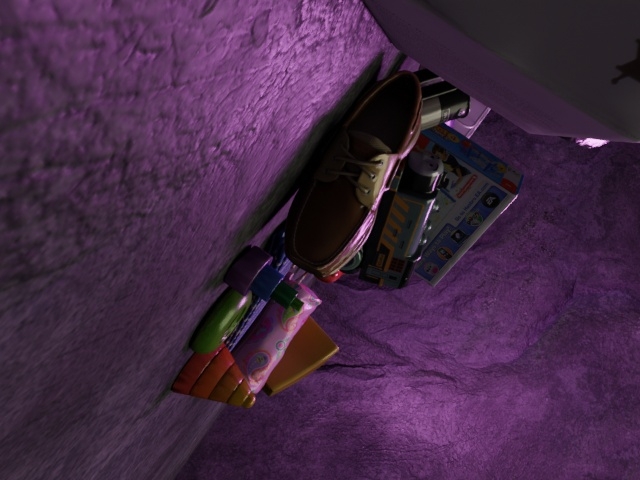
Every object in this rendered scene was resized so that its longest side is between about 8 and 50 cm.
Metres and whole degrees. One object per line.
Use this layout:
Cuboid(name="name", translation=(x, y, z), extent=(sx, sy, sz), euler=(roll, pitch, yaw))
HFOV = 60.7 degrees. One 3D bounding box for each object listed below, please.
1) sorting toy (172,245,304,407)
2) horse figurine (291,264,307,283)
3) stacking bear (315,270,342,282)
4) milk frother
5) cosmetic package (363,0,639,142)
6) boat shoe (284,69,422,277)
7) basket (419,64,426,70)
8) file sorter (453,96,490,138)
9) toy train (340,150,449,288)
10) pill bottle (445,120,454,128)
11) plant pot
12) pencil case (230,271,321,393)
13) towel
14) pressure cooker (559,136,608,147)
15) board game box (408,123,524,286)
Cuboid(name="sorting toy", translation=(-0.115, 0.159, 0.830), extent=(0.127, 0.126, 0.365), euler=(-50, 174, -47))
Cuboid(name="horse figurine", translation=(0.000, 0.000, 1.262), extent=(0.174, 0.066, 0.263), euler=(-51, 180, 20))
Cuboid(name="stacking bear", translation=(0.061, 0.039, 1.671), extent=(0.164, 0.175, 0.289), euler=(-56, 168, 31))
Cuboid(name="milk frother", translation=(0.171, -0.271, 0.964), extent=(0.135, 0.143, 0.129), euler=(-19, 136, -9))
Cuboid(name="cosmetic package", translation=(0.179, -0.222, 0.505), extent=(0.161, 0.230, 0.453), euler=(-57, 176, 17))
Cuboid(name="boat shoe", translation=(0.048, -0.107, 0.757), extent=(0.324, 0.123, 0.120), euler=(-62, 173, -20))
Cuboid(name="basket", translation=(0.352, -0.379, 1.150), extent=(0.154, 0.227, 0.204), euler=(-53, 174, -27))
Cuboid(name="file sorter", translation=(0.333, -0.321, 1.619), extent=(0.173, 0.193, 0.277), euler=(-48, 172, -39))
Cuboid(name="toy train", translation=(0.125, -0.048, 1.073), extent=(0.142, 0.190, 0.334), euler=(-69, 174, -49))
Cuboid(name="pill bottle", translation=(0.297, -0.342, 1.405), extent=(0.108, 0.108, 0.193), euler=(-51, 154, -40))
Cuboid(name="plant pot", translation=(-0.107, 0.284, 1.425), extent=(0.187, 0.212, 0.212), euler=(-40, 170, -22))
Cuboid(name="pencil case", translation=(-0.119, 0.215, 1.283), extent=(0.284, 0.124, 0.124), euler=(-55, 176, -11))
Cuboid(name="towel", translation=(-0.089, 0.060, 1.012), extent=(0.336, 0.040, 0.243), euler=(-57, 178, 34))
Cuboid(name="pressure cooker", translation=(0.416, -0.397, 0.819), extent=(0.375, 0.370, 0.420), euler=(-28, 153, -56))
Cuboid(name="board game box", translation=(0.200, -0.096, 1.140), extent=(0.086, 0.302, 0.308), euler=(-51, 175, -45))
